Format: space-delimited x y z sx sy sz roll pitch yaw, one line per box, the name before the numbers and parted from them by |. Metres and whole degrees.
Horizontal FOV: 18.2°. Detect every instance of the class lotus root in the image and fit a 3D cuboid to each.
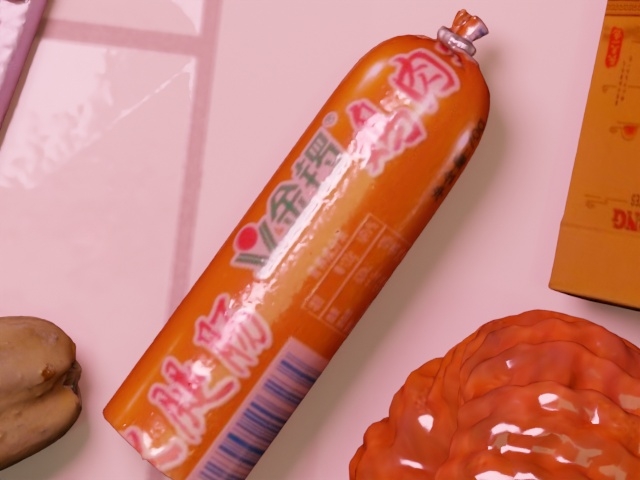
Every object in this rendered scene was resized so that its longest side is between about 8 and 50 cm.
lotus root | -0.220 0.099 1.117 0.183 0.077 0.090 -23 119 -22

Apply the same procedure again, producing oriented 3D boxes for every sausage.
sausage | 0.000 0.000 1.135 0.093 0.093 0.312 36 90 -2

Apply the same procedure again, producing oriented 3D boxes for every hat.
hat | 0.199 0.215 1.097 0.400 0.285 0.285 22 90 -18

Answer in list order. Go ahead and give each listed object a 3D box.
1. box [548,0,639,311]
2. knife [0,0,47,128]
box | 0.229 -0.089 1.096 0.076 0.174 0.274 11 91 -31
knife | -0.212 -0.085 1.152 0.132 0.038 0.399 21 91 0
